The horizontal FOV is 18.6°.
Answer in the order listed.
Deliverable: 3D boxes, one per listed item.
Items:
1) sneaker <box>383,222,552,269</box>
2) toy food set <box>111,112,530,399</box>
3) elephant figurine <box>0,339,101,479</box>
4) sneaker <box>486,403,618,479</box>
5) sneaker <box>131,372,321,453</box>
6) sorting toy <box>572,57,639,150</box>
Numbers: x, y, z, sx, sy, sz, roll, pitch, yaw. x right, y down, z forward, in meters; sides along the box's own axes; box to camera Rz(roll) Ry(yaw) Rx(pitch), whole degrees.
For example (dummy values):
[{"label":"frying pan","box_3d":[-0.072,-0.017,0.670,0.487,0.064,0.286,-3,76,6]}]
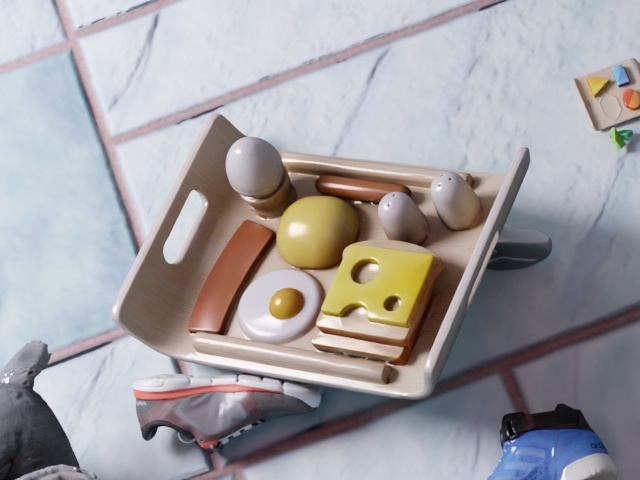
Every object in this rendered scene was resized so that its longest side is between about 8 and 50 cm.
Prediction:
[{"label":"sneaker","box_3d":[0.122,-0.012,1.658,0.152,0.054,0.061,6,62,12]},{"label":"toy food set","box_3d":[0.000,0.000,1.607,0.306,0.092,0.220,8,59,31]},{"label":"elephant figurine","box_3d":[-0.214,0.239,1.550,0.239,0.186,0.169,36,31,12]},{"label":"sneaker","box_3d":[0.151,0.185,1.556,0.152,0.058,0.085,-28,55,4]},{"label":"sneaker","box_3d":[-0.077,0.144,1.621,0.157,0.061,0.065,0,91,10]},{"label":"sorting toy","box_3d":[0.262,-0.118,1.711,0.062,0.012,0.083,-18,63,-1]}]
